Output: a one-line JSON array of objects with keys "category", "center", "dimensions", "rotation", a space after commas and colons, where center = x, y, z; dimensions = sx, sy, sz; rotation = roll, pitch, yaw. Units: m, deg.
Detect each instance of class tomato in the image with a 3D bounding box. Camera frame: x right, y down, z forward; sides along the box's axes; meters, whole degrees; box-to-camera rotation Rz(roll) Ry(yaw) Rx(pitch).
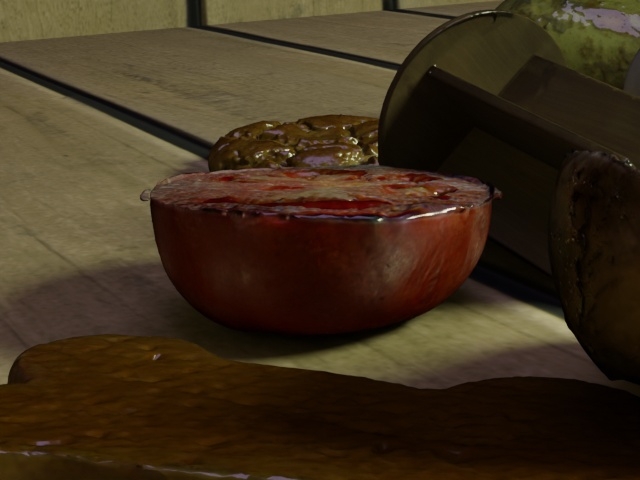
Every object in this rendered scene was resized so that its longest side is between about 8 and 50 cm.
[{"category": "tomato", "center": [0.001, 0.003, 0.835], "dimensions": [0.225, 0.085, 0.225], "rotation": [-3, 11, 1]}]

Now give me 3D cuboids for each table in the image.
[{"category": "table", "center": [0.164, -0.046, 0.899], "dimensions": [0.167, 0.167, 0.227], "rotation": [-9, 25, -25]}]

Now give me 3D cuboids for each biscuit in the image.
[{"category": "biscuit", "center": [0.038, 0.100, 0.490], "dimensions": [0.432, 0.064, 0.283], "rotation": [5, 6, 18]}, {"category": "biscuit", "center": [0.004, -0.081, 1.241], "dimensions": [0.226, 0.042, 0.226], "rotation": [-1, 15, 0]}]

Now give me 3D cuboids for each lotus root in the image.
[{"category": "lotus root", "center": [0.292, -0.163, 1.317], "dimensions": [0.309, 0.173, 0.173], "rotation": [14, 21, 27]}, {"category": "lotus root", "center": [0.162, 0.036, 0.598], "dimensions": [0.167, 0.078, 0.329], "rotation": [34, 2, 16]}]

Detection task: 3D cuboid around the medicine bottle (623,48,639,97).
[{"category": "medicine bottle", "center": [0.359, -0.112, 1.074], "dimensions": [0.135, 0.135, 0.215], "rotation": [-12, 10, -33]}]
